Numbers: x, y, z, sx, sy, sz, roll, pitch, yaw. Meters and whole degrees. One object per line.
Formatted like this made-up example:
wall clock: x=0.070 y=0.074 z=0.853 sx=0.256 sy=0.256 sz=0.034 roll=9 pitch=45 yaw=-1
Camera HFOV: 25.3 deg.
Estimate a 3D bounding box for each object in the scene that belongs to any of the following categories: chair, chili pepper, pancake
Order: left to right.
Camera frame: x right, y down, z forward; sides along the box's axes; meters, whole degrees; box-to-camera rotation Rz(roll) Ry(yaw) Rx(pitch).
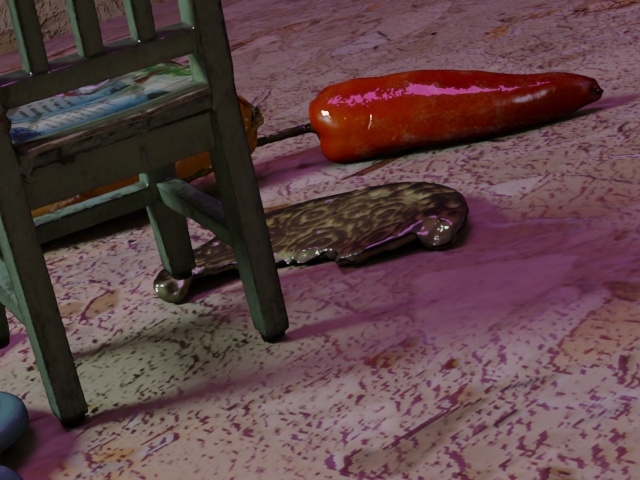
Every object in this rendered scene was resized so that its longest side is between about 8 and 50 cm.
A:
chair: x=-0.125 y=-0.066 z=0.717 sx=0.136 sy=0.270 sz=0.147 roll=-22 pitch=25 yaw=-22
pancake: x=0.000 y=0.000 z=0.869 sx=0.190 sy=0.020 sz=0.184 roll=0 pitch=21 yaw=47
chili pepper: x=0.074 y=-0.098 z=1.078 sx=0.272 sy=0.063 sz=0.071 roll=-7 pitch=29 yaw=19

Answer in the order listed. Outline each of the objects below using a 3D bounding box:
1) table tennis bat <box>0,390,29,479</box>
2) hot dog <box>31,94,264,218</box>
table tennis bat: x=-0.190 y=0.107 z=0.643 sx=0.153 sy=0.040 sz=0.244 roll=-24 pitch=13 yaw=-32
hot dog: x=-0.171 y=-0.053 z=1.098 sx=0.269 sy=0.072 sz=0.115 roll=-20 pitch=4 yaw=-1
